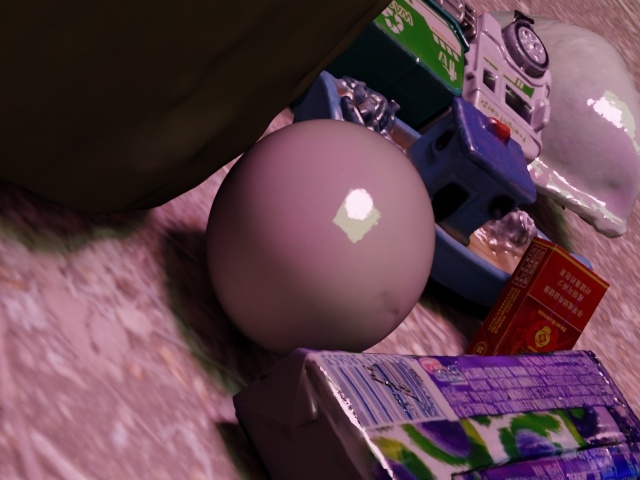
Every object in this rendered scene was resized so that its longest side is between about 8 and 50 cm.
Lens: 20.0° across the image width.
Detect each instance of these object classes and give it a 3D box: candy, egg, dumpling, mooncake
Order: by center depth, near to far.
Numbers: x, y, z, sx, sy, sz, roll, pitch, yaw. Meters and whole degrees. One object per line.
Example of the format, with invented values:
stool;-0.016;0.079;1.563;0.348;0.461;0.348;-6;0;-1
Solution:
mooncake;-0.118;-0.197;0.768;0.356;0.194;0.356;46;18;-20
egg;0.000;0.000;0.814;0.103;0.103;0.135;45;24;-12
candy;0.072;0.099;0.852;0.312;0.061;0.088;7;47;-59
dumpling;0.157;-0.087;1.311;0.105;0.149;0.217;85;-7;-51

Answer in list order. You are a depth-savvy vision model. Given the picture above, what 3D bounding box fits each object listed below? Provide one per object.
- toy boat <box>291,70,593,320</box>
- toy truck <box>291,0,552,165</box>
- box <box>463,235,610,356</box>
toy boat;0.077;-0.027;1.026;0.223;0.097;0.100;33;29;-34
toy truck;0.030;-0.125;1.086;0.253;0.114;0.124;39;37;-26
box;0.120;0.045;1.009;0.051;0.082;0.023;33;-4;-35
